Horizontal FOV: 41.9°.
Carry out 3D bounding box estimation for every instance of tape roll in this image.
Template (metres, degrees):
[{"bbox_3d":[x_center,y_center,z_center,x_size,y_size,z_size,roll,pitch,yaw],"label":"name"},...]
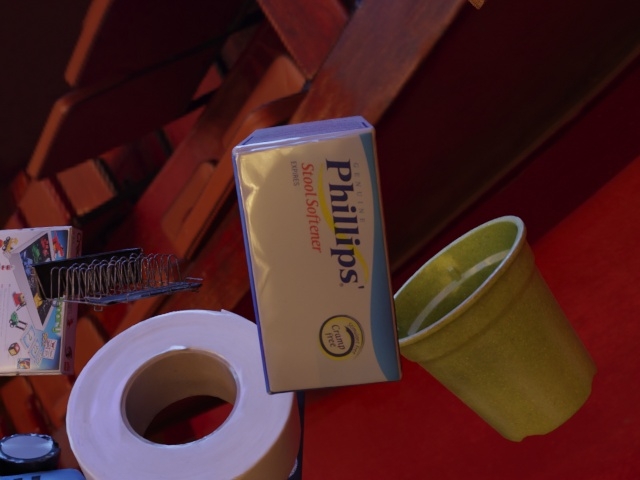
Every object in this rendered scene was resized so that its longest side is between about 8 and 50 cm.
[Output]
[{"bbox_3d":[-0.167,0.223,1.058,0.286,0.286,0.100,37,148,36],"label":"tape roll"}]

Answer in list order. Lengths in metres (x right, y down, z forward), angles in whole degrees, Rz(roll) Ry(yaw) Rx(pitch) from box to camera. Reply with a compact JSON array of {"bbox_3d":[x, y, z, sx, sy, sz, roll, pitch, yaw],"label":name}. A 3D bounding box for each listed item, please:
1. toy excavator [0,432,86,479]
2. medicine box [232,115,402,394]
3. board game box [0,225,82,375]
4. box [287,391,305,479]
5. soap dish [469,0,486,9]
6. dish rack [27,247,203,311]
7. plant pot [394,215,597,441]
[{"bbox_3d":[-0.395,0.481,1.243,0.445,0.432,0.222,26,109,52],"label":"toy excavator"},{"bbox_3d":[0.000,0.000,0.971,0.289,0.149,0.264,-85,-13,-79],"label":"medicine box"},{"bbox_3d":[-0.601,0.127,1.737,0.192,0.053,0.305,-3,77,13],"label":"board game box"},{"bbox_3d":[-0.084,0.392,1.509,0.395,0.097,0.318,97,175,-47],"label":"box"},{"bbox_3d":[0.196,-0.495,1.108,0.291,0.229,0.118,41,178,-17],"label":"soap dish"},{"bbox_3d":[-0.335,0.063,1.389,0.271,0.208,0.074,1,99,49],"label":"dish rack"},{"bbox_3d":[0.265,0.149,1.247,0.254,0.276,0.276,49,141,-9],"label":"plant pot"}]
